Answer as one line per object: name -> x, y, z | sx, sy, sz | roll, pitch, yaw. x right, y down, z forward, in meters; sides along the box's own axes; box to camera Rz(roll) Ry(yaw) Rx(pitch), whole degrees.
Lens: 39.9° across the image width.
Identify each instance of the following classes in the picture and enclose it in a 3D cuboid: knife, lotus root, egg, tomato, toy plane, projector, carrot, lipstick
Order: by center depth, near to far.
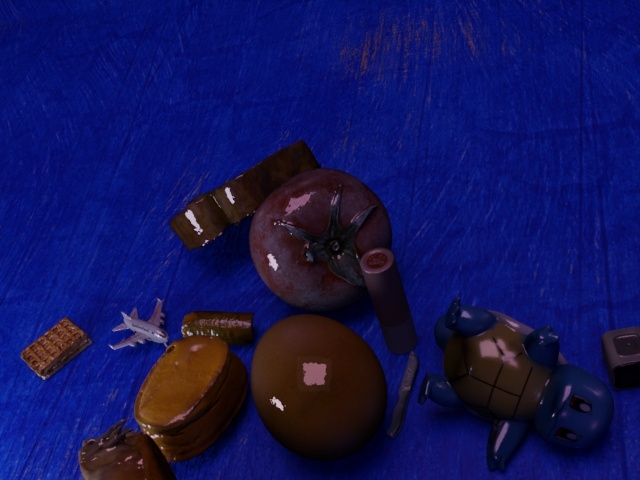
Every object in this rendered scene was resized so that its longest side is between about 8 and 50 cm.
projector -> 0.577, 0.221, 1.649 | 0.083, 0.083, 0.082 | -10, 43, 9
egg -> -0.010, 0.274, 1.690 | 0.250, 0.250, 0.322 | -30, 37, -12
knife -> 0.168, 0.305, 1.765 | 0.028, 0.015, 0.210 | -2, 44, 27
lipstick -> 0.141, 0.127, 1.783 | 0.070, 0.255, 0.070 | -11, 43, 10
tomato -> 0.000, 0.000, 1.930 | 0.316, 0.317, 0.282 | -27, 13, -8
carrot -> -0.226, 0.197, 1.980 | 0.173, 0.082, 0.082 | 2, 46, 13
toy plane -> -0.406, 0.207, 2.044 | 0.171, 0.066, 0.162 | 22, 56, 34
lotus root -> -0.179, -0.115, 2.162 | 0.390, 0.111, 0.375 | -32, 3, 17

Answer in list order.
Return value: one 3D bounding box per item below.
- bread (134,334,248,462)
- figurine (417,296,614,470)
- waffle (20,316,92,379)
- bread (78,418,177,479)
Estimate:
bread -> -0.265, 0.323, 1.812 | 0.195, 0.143, 0.270 | 6, 46, 29
figurine -> 0.326, 0.251, 1.638 | 0.416, 0.242, 0.298 | 33, 106, 45
waffle -> -0.628, 0.255, 2.092 | 0.148, 0.042, 0.102 | -41, 48, -23
bread -> -0.303, 0.502, 1.565 | 0.183, 0.236, 0.389 | -17, 45, -17
